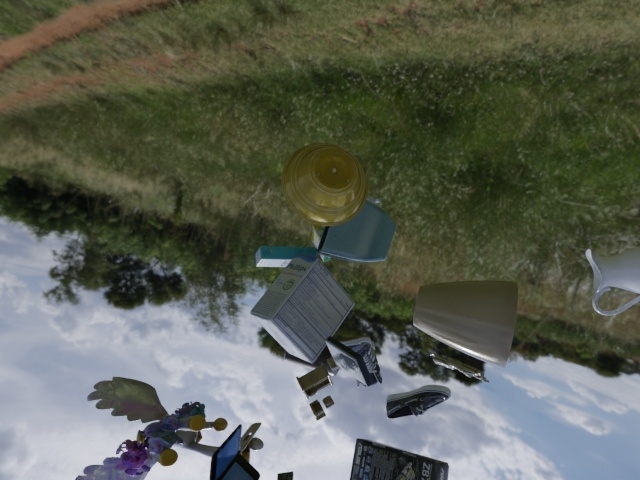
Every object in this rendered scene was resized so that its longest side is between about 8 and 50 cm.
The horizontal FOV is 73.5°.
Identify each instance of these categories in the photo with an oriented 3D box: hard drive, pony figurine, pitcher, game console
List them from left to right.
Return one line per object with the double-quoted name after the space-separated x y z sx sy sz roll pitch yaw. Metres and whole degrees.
-0.441 0.538 1.171 0.351 0.302 0.363 22 152 -39 "pony figurine"
-0.193 0.528 0.997 0.124 0.085 0.144 40 -164 9 "game console"
0.073 0.308 1.102 0.135 0.022 0.094 17 136 54 "hard drive"
0.787 0.099 1.062 0.207 0.177 0.125 -5 -169 21 "pitcher"

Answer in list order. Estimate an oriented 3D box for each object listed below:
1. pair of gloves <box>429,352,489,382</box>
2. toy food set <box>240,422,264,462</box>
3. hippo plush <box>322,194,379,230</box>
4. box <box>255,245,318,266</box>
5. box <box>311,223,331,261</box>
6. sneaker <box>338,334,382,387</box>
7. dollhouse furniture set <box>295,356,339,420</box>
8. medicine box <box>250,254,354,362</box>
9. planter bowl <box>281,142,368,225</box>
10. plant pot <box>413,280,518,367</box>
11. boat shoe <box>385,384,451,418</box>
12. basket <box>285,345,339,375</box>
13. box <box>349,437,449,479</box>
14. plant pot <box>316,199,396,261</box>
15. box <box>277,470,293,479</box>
0.610 0.561 1.891 0.240 0.042 0.204 25 175 -37 "pair of gloves"
-0.290 0.914 1.699 0.092 0.306 0.220 4 -175 11 "toy food set"
0.151 -0.106 1.992 0.234 0.236 0.294 -9 -150 -41 "hippo plush"
-0.142 0.068 1.791 0.244 0.060 0.100 2 158 -22 "box"
0.000 0.000 2.001 0.043 0.105 0.179 -15 -131 -19 "box"
0.138 0.409 1.437 0.099 0.153 0.282 -14 157 15 "sneaker"
0.035 0.527 1.527 0.161 0.182 0.101 55 168 40 "dollhouse furniture set"
-0.059 0.246 1.575 0.149 0.289 0.263 4 139 52 "medicine box"
0.022 -0.149 1.010 0.217 0.217 0.090 16 164 -9 "planter bowl"
0.431 0.228 1.308 0.274 0.256 0.256 9 176 20 "plant pot"
0.414 0.699 1.830 0.301 0.102 0.108 -21 121 26 "boat shoe"
-0.015 0.514 1.956 0.227 0.154 0.204 19 -149 19 "basket"
0.220 0.867 1.350 0.318 0.395 0.097 -10 149 45 "box"
0.147 -0.027 1.676 0.252 0.247 0.247 20 175 -4 "plant pot"
-0.181 1.224 2.203 0.083 0.018 0.067 -10 -164 1 "box"
